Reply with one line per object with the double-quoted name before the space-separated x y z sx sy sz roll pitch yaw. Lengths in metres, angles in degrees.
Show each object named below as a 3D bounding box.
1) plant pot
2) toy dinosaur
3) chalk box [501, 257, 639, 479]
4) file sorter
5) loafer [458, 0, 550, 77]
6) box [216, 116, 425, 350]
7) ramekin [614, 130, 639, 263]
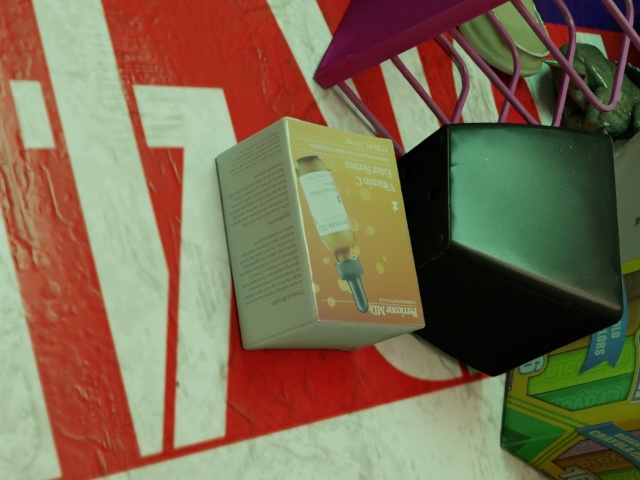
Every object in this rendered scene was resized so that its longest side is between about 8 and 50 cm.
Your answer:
"plant pot" 0.146 -0.003 1.070 0.167 0.187 0.188 16 61 -26
"toy dinosaur" 0.329 -0.169 1.392 0.313 0.121 0.160 12 53 -37
"chalk box" 0.346 0.129 1.121 0.179 0.289 0.180 35 50 -30
"file sorter" 0.183 -0.206 1.108 0.182 0.290 0.202 46 46 -26
"loafer" 0.186 -0.307 1.299 0.102 0.092 0.269 -38 99 -46
"box" 0.000 0.000 0.973 0.130 0.091 0.171 6 68 -44
"ramekin" 0.406 -0.014 1.277 0.127 0.273 0.273 11 63 -18
